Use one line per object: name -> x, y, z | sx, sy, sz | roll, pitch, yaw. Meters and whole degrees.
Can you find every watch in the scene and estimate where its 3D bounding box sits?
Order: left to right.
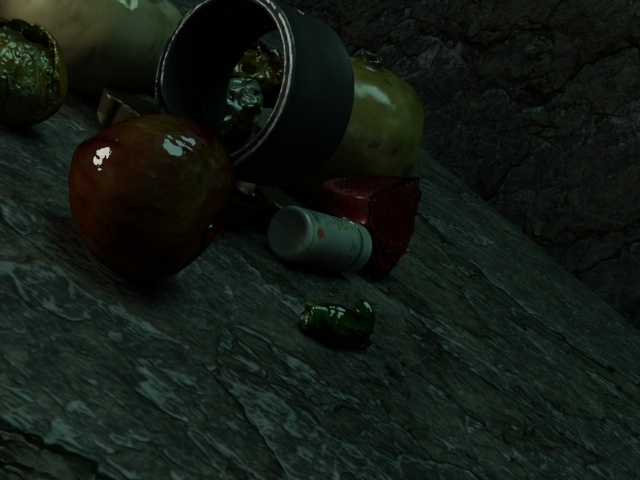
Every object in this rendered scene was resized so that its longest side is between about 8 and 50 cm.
watch -> -0.135, -0.224, 1.539 | 0.335, 0.327, 0.314 | 43, 16, 34

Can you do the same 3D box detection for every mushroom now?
mushroom -> -0.362, -0.384, 1.677 | 0.353, 0.353, 0.325 | 21, 50, -42

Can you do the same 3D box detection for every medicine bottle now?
medicine bottle -> 0.000, 0.000, 1.596 | 0.086, 0.086, 0.183 | 43, 17, 31

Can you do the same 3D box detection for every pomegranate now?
pomegranate -> 0.063, -0.218, 2.011 | 0.332, 0.332, 0.332 | 32, 14, -9

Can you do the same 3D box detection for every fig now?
fig -> -0.201, -0.052, 1.143 | 0.205, 0.205, 0.205 | 32, 14, -9

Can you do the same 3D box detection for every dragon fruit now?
dragon fruit -> 0.087, -0.048, 1.803 | 0.189, 0.163, 0.261 | 35, 26, 17

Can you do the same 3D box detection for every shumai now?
shumai -> -0.162, -0.205, 1.838 | 0.184, 0.184, 0.142 | 14, 48, -54

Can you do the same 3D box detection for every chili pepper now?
chili pepper -> 0.038, 0.113, 1.385 | 0.073, 0.050, 0.182 | 33, 10, 25

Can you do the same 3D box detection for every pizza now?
pizza -> -0.187, -0.329, 2.045 | 0.408, 0.114, 0.277 | 1, -1, -45

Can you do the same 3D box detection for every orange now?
orange -> -0.410, -0.227, 1.338 | 0.156, 0.134, 0.156 | 23, 7, -3

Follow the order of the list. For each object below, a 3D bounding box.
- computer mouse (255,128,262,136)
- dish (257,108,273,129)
computer mouse -> -0.054, -0.193, 2.203 | 0.199, 0.045, 0.102 | 33, 12, -9
dish -> -0.194, -0.379, 2.377 | 0.316, 0.106, 0.316 | 32, 15, -9
